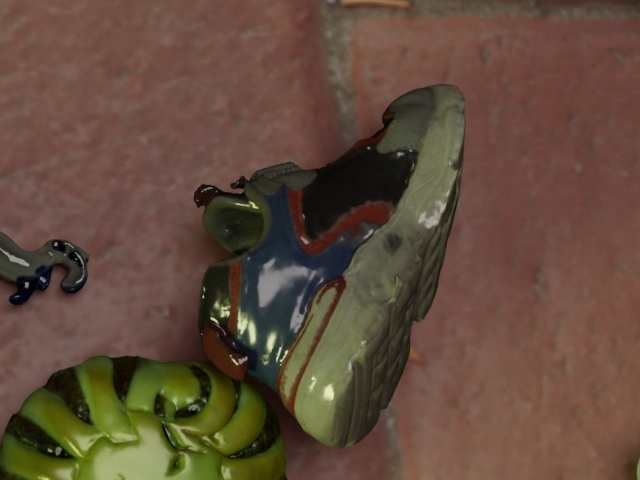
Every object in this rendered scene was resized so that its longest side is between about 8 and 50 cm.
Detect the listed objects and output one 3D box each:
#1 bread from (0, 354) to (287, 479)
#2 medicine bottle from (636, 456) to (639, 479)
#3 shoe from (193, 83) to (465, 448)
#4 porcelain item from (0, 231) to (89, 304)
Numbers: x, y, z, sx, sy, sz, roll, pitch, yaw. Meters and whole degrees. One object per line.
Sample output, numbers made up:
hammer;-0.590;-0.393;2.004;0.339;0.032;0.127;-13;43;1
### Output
bread;-0.083;0.113;0.683;0.139;0.071;0.130;23;73;-9
medicine bottle;0.287;0.077;0.800;0.258;0.079;0.124;-26;86;-22
shoe;0.000;0.000;0.732;0.126;0.099;0.227;13;46;13
porcelain item;-0.188;0.010;0.707;0.136;0.021;0.075;28;67;-7
